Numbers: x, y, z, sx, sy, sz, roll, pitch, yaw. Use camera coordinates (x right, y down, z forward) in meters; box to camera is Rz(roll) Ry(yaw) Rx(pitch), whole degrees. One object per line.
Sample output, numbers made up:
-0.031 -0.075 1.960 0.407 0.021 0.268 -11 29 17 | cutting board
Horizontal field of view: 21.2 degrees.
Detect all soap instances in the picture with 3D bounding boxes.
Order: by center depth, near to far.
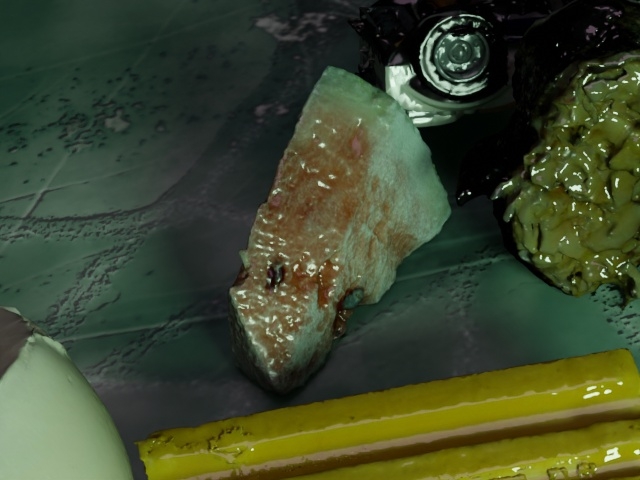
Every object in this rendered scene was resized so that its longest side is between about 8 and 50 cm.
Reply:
0.055 0.188 1.035 0.324 0.096 0.204 -9 41 2 | soap

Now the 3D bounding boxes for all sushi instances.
0.177 -0.064 1.194 0.147 0.212 0.115 11 37 -4 | sushi

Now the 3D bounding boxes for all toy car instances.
0.179 -0.153 1.345 0.301 0.118 0.193 -2 17 -7 | toy car

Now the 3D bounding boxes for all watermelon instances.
0.000 0.000 1.242 0.094 0.154 0.241 16 62 27 | watermelon

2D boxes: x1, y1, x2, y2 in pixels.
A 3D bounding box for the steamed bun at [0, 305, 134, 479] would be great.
-0.264 0.185 1.000 0.324 0.206 0.324 -17 19 6 | steamed bun
